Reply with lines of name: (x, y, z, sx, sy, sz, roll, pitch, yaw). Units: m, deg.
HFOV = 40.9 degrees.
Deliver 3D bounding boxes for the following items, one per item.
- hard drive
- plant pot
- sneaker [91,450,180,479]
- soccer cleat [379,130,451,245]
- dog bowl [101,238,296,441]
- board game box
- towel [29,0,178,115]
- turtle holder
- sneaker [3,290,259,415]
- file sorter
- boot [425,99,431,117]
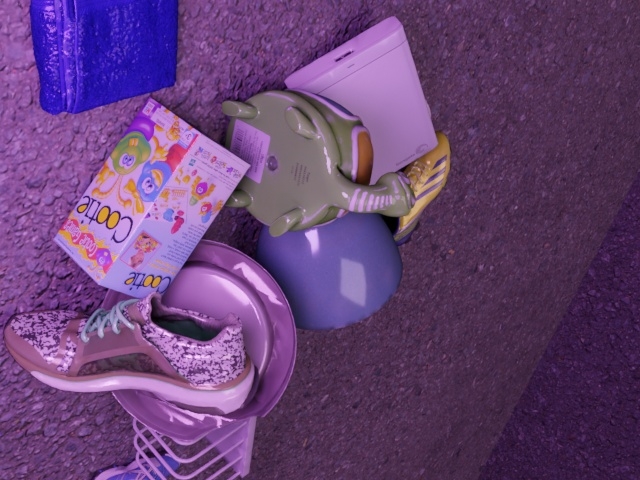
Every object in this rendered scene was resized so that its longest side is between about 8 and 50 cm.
hard drive: (0.092, -0.244, 1.673, 0.233, 0.047, 0.353, -31, 145, -1)
plant pot: (0.000, 0.000, 1.638, 0.290, 0.290, 0.195, -37, 135, -24)
sneaker: (-0.377, 0.506, 1.801, 0.211, 0.081, 0.080, -12, 127, -47)
soccer cleat: (0.202, -0.115, 1.941, 0.121, 0.093, 0.289, 9, 113, -46)
dog bowl: (-0.206, 0.167, 1.497, 0.349, 0.349, 0.102, -58, 175, 7)
board game box: (-0.267, -0.061, 1.369, 0.275, 0.142, 0.144, -55, 147, 2)
towel: (-0.283, -0.328, 1.171, 0.228, 0.076, 0.308, -23, 136, -36)
turtle holder: (-0.005, -0.143, 1.461, 0.227, 0.320, 0.243, -14, 96, -48)
sneaker: (-0.293, 0.139, 1.354, 0.158, 0.410, 0.182, -81, 180, -55)
file sorter: (-0.257, 0.370, 1.687, 0.173, 0.193, 0.277, -31, 148, -33)
boot: (0.161, -0.289, 1.766, 0.086, 0.069, 0.190, -41, 137, -6)
